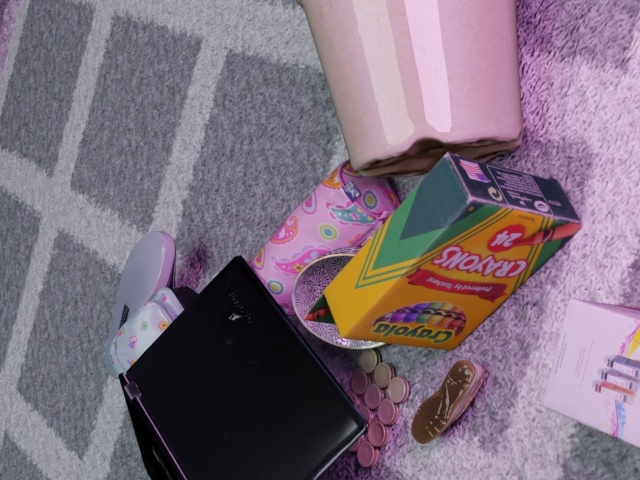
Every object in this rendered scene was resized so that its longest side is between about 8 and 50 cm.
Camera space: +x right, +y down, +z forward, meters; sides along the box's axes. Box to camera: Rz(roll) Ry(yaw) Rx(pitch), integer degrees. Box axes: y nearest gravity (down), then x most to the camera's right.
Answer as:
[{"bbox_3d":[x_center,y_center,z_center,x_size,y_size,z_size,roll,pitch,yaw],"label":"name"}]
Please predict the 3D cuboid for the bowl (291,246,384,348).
[{"bbox_3d":[0.049,0.066,1.556,0.170,0.170,0.080,-47,16,34],"label":"bowl"}]

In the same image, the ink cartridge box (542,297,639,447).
[{"bbox_3d":[0.352,0.147,1.150,0.176,0.128,0.127,20,98,50],"label":"ink cartridge box"}]

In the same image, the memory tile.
[{"bbox_3d":[0.071,0.241,1.575,0.113,0.012,0.148,42,114,47],"label":"memory tile"}]

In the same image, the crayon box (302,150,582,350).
[{"bbox_3d":[0.148,0.040,1.374,0.318,0.202,0.081,-50,47,34],"label":"crayon box"}]

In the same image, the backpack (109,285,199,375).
[{"bbox_3d":[-0.271,0.191,1.876,0.188,0.144,0.166,-46,74,25],"label":"backpack"}]

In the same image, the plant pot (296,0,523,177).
[{"bbox_3d":[0.128,-0.250,1.405,0.334,0.334,0.305,-17,81,49],"label":"plant pot"}]

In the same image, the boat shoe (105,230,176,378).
[{"bbox_3d":[-0.304,0.121,1.999,0.113,0.105,0.306,36,117,44],"label":"boat shoe"}]

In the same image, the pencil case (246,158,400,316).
[{"bbox_3d":[0.000,0.000,1.634,0.284,0.124,0.124,-44,50,35],"label":"pencil case"}]

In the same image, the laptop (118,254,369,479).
[{"bbox_3d":[-0.121,0.318,1.666,0.382,0.236,0.408,50,155,38],"label":"laptop"}]

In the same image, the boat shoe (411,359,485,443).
[{"bbox_3d":[0.171,0.214,1.429,0.135,0.045,0.050,-54,52,23],"label":"boat shoe"}]
